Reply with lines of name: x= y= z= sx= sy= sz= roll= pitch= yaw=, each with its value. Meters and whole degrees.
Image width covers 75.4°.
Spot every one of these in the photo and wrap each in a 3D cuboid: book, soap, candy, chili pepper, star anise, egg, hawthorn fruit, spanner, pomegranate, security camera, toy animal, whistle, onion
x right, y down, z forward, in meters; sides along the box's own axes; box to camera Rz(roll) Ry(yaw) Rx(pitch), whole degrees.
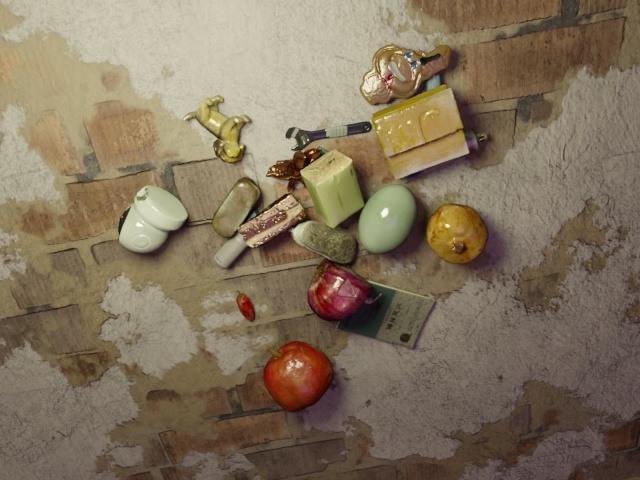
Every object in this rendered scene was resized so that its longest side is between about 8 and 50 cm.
book: x=0.286 y=0.322 z=1.826 sx=0.379 sy=0.031 sz=0.264 roll=15 pitch=109 yaw=-11
soap: x=0.350 y=-0.371 z=1.458 sx=0.281 sy=0.143 sz=0.259 roll=-21 pitch=110 yaw=14
candy: x=-0.316 y=-0.124 z=1.546 sx=0.102 sy=0.104 sz=0.234 roll=34 pitch=106 yaw=-18
chili pepper: x=-0.317 y=0.274 z=1.744 sx=0.059 sy=0.050 sz=0.191 roll=-16 pitch=125 yaw=-1
star anise: x=-0.076 y=-0.263 z=1.500 sx=0.212 sy=0.111 sz=0.196 roll=13 pitch=149 yaw=-31
egg: x=0.252 y=-0.078 z=1.562 sx=0.203 sy=0.203 sz=0.282 roll=24 pitch=106 yaw=-14
hawthorn fruit: x=-0.117 y=0.555 z=1.768 sx=0.287 sy=0.287 sz=0.330 roll=-41 pitch=105 yaw=12
spanner: x=0.030 y=-0.388 z=1.512 sx=0.316 sy=0.024 sz=0.087 roll=-9 pitch=115 yaw=-3
pomegranate: x=0.522 y=-0.024 z=1.595 sx=0.248 sy=0.248 sz=0.248 roll=-2 pitch=113 yaw=-4
security camera: x=-0.626 y=-0.060 z=1.504 sx=0.194 sy=0.194 sz=0.236 roll=40 pitch=107 yaw=-19
toy animal: x=-0.339 y=-0.386 z=1.433 sx=0.169 sy=0.121 sz=0.233 roll=-36 pitch=109 yaw=22
whistle: x=0.060 y=-0.286 z=1.547 sx=0.186 sy=0.039 sz=0.039 roll=32 pitch=106 yaw=-17
onion: x=0.062 y=0.212 z=1.643 sx=0.272 sy=0.256 sz=0.230 roll=40 pitch=95 yaw=11

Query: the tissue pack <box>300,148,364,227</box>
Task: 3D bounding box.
tissue pack: x=0.048 y=-0.184 z=1.483 sx=0.159 sy=0.125 sz=0.234 roll=-35 pitch=139 yaw=-11

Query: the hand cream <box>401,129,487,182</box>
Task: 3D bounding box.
hand cream: x=0.453 y=-0.328 z=1.551 sx=0.341 sy=0.077 sz=0.124 roll=-21 pitch=113 yaw=9

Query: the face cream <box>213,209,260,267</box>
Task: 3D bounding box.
face cream: x=-0.309 y=-0.005 z=1.611 sx=0.077 sy=0.077 sz=0.250 roll=40 pitch=104 yaw=-19

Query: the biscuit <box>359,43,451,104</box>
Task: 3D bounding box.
biscuit: x=0.285 y=-0.579 z=1.410 sx=0.320 sy=0.047 sz=0.183 roll=-11 pitch=109 yaw=11

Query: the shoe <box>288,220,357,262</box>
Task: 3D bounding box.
shoe: x=0.000 y=0.000 z=1.623 sx=0.316 sy=0.159 sz=0.124 roll=27 pitch=79 yaw=-44

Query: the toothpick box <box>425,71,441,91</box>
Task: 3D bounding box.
toothpick box: x=0.396 y=-0.557 z=1.454 sx=0.052 sy=0.052 sz=0.083 roll=-14 pitch=115 yaw=1

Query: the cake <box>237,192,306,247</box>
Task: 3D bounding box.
cake: x=-0.180 y=-0.077 z=1.555 sx=0.246 sy=0.135 sz=0.112 roll=-33 pitch=105 yaw=3
